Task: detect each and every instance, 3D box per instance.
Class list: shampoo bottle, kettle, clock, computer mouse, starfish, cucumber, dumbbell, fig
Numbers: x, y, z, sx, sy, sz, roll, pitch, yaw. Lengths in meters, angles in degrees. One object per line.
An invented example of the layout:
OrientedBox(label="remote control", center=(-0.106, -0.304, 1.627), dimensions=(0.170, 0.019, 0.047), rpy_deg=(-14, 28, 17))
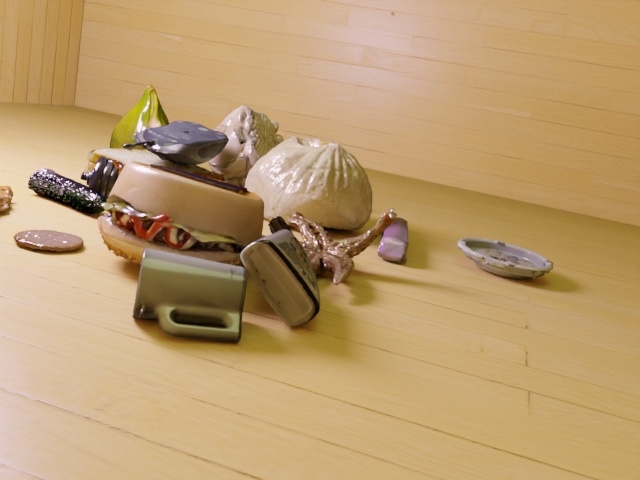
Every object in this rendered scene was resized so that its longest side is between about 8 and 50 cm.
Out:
OrientedBox(label="shampoo bottle", center=(-0.061, 0.033, 1.099), dimensions=(0.153, 0.071, 0.284), rpy_deg=(54, 6, -13))
OrientedBox(label="kettle", center=(-0.181, 0.073, 0.922), dimensions=(0.147, 0.098, 0.127), rpy_deg=(11, 7, -15))
OrientedBox(label="clock", center=(0.450, 0.050, 1.631), dimensions=(0.236, 0.053, 0.236), rpy_deg=(10, 15, -3))
OrientedBox(label="computer mouse", center=(-0.385, -0.243, 1.735), dimensions=(0.167, 0.090, 0.379), rpy_deg=(23, 22, 23))
OrientedBox(label="starfish", center=(0.003, 0.009, 1.340), dimensions=(0.326, 0.095, 0.375), rpy_deg=(-17, 25, -20))
OrientedBox(label="cucumber", center=(-0.553, -0.104, 1.481), dimensions=(0.245, 0.067, 0.067), rpy_deg=(20, 16, 29))
OrientedBox(label="dumbbell", center=(-0.437, -0.120, 1.567), dimensions=(0.254, 0.110, 0.110), rpy_deg=(15, 12, -11))
OrientedBox(label="fig", center=(-0.549, -0.354, 2.086), dimensions=(0.205, 0.275, 0.206), rpy_deg=(9, 12, -2))

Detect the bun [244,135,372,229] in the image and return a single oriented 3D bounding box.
OrientedBox(label="bun", center=(-0.022, -0.158, 1.771), dimensions=(0.348, 0.228, 0.352), rpy_deg=(15, 11, 28))

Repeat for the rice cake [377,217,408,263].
OrientedBox(label="rice cake", center=(0.188, -0.008, 1.672), dimensions=(0.072, 0.056, 0.365), rpy_deg=(14, 13, 5))

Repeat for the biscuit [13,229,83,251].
OrientedBox(label="biscuit", center=(-0.482, -0.001, 1.178), dimensions=(0.120, 0.015, 0.120), rpy_deg=(10, 12, -2))

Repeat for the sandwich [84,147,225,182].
OrientedBox(label="sandwich", center=(-0.447, -0.172, 1.778), dimensions=(0.301, 0.099, 0.271), rpy_deg=(22, 20, 30))

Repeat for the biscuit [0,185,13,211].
OrientedBox(label="biscuit", center=(-0.692, -0.077, 1.304), dimensions=(0.144, 0.033, 0.224), rpy_deg=(4, 14, -18))

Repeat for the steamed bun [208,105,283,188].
OrientedBox(label="steamed bun", center=(-0.229, -0.248, 2.050), dimensions=(0.207, 0.268, 0.280), rpy_deg=(-21, -17, 24))

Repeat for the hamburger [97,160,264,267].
OrientedBox(label="hamburger", center=(-0.241, -0.034, 1.177), dimensions=(0.301, 0.171, 0.302), rpy_deg=(16, 6, -2))
